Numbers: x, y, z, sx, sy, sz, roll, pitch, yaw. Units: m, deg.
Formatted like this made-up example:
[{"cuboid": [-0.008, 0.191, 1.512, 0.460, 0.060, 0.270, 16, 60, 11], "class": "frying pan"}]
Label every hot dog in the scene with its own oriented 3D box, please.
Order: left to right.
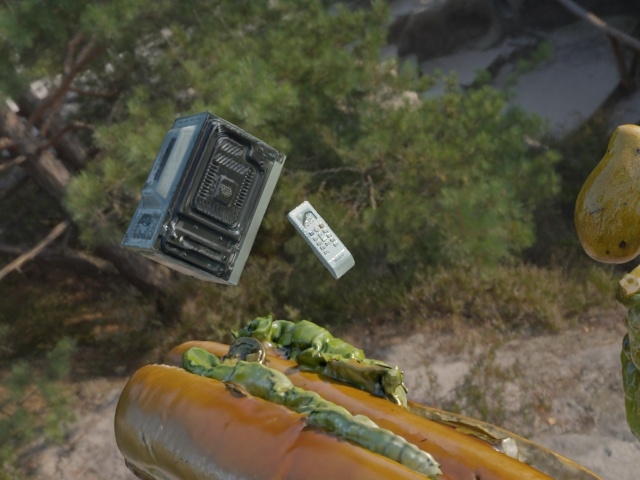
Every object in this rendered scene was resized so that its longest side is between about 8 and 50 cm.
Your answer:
[{"cuboid": [0.000, 0.109, 0.435, 0.135, 0.100, 0.337, -5, 11, -42], "class": "hot dog"}]

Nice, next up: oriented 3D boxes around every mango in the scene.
[{"cuboid": [0.555, -0.079, 1.495, 0.157, 0.262, 0.109, 19, 22, 32], "class": "mango"}]

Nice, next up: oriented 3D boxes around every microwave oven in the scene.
[{"cuboid": [-0.165, -0.058, 1.159, 0.122, 0.162, 0.208, 4, 70, 55], "class": "microwave oven"}]

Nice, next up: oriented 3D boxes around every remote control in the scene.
[{"cuboid": [0.000, 0.000, 1.618, 0.061, 0.162, 0.029, -38, -1, -39], "class": "remote control"}]

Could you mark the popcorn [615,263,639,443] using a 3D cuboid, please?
[{"cuboid": [0.325, 0.049, 0.555, 0.286, 0.225, 0.173, -18, 33, 37], "class": "popcorn"}]
